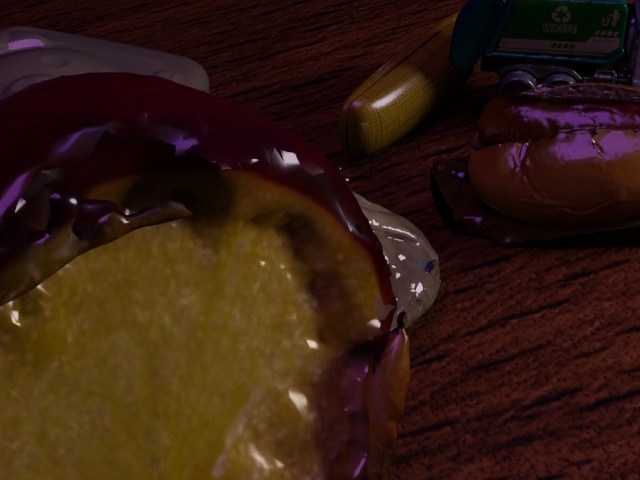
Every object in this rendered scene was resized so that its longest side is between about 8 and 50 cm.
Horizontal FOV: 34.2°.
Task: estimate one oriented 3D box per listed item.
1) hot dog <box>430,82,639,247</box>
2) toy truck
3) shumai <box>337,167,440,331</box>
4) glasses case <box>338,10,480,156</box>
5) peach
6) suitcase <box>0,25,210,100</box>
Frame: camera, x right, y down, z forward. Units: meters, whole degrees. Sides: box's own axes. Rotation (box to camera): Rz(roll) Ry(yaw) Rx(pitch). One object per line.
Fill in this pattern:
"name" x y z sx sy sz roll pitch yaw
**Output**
"hot dog" 0.264 -0.091 0.945 0.326 0.107 0.194 -10 37 2
"toy truck" 0.260 -0.202 1.055 0.253 0.124 0.114 4 36 10
"shumai" 0.000 0.000 0.875 0.201 0.120 0.201 -5 30 3
"glasses case" 0.101 -0.168 1.113 0.064 0.079 0.234 25 49 30
"peach" -0.139 0.110 0.624 0.353 0.339 0.416 -31 30 32
"suitcase" -0.296 -0.066 0.961 0.339 0.194 0.351 14 40 16
